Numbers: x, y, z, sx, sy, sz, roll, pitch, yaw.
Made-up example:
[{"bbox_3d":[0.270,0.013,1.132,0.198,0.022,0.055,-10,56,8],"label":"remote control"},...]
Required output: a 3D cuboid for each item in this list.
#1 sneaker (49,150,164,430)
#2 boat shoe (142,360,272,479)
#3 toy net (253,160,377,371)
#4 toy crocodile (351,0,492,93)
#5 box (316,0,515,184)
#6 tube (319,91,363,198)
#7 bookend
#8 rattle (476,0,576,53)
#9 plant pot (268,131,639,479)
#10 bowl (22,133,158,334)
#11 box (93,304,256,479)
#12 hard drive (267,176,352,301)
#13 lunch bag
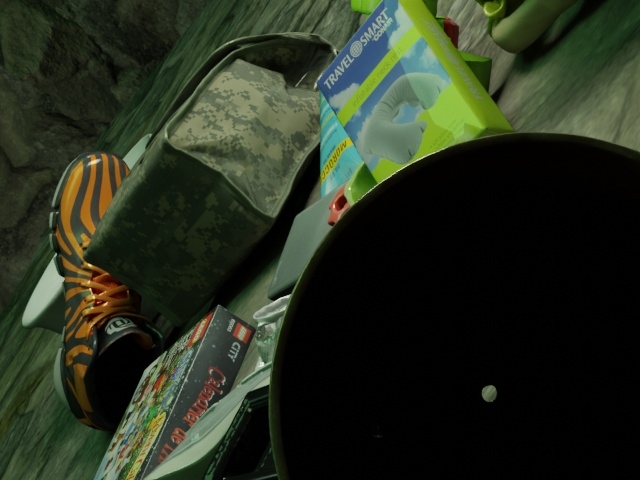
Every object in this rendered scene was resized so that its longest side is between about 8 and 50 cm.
[{"bbox_3d":[-0.230,0.060,1.866,0.180,0.125,0.321,-168,75,-68],"label":"sneaker"},{"bbox_3d":[-0.068,0.168,1.278,0.227,0.079,0.081,-44,8,26],"label":"boat shoe"},{"bbox_3d":[0.000,0.011,1.393,0.232,0.045,0.122,-52,31,5],"label":"toy net"},{"bbox_3d":[0.081,-0.173,1.493,0.340,0.105,0.115,-108,21,-80],"label":"toy crocodile"},{"bbox_3d":[0.068,-0.113,1.302,0.109,0.042,0.178,-49,54,28],"label":"box"},{"bbox_3d":[0.024,-0.096,1.633,0.207,0.052,0.080,-89,21,-55],"label":"tube"},{"bbox_3d":[-0.027,0.175,1.102,0.157,0.072,0.156,-62,15,-22],"label":"bookend"},{"bbox_3d":[0.162,-0.236,1.283,0.130,0.143,0.200,-40,4,-12],"label":"rattle"},{"bbox_3d":[0.075,0.085,0.734,0.215,0.215,0.230,-59,0,-13],"label":"plant pot"},{"bbox_3d":[-0.248,0.019,2.118,0.298,0.134,0.298,-52,13,18],"label":"bowl"},{"bbox_3d":[-0.147,0.185,1.455,0.159,0.044,0.233,-42,20,48],"label":"box"},{"bbox_3d":[0.000,0.000,1.508,0.135,0.022,0.094,-33,33,59],"label":"hard drive"},{"bbox_3d":[-0.105,-0.090,1.815,0.235,0.169,0.287,-48,8,45],"label":"lunch bag"}]
